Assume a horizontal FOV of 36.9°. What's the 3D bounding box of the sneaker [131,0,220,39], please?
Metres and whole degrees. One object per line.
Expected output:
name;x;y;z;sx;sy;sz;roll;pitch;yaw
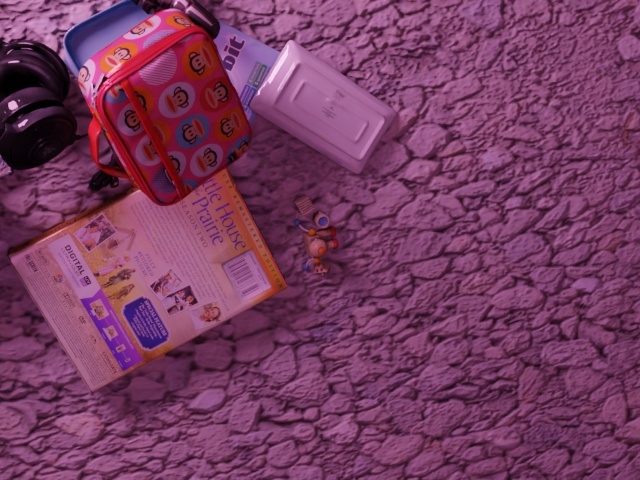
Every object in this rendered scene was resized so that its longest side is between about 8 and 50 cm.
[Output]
sneaker;-0.264;-0.467;1.601;0.281;0.106;0.162;32;73;-20

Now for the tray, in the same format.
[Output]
tray;0.014;-0.239;1.773;0.270;0.030;0.145;29;94;-30

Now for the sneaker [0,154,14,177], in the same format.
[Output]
sneaker;-0.553;-0.143;1.661;0.058;0.052;0.135;29;103;-31

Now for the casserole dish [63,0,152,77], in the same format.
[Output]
casserole dish;-0.354;-0.344;1.661;0.188;0.037;0.114;-30;110;-7

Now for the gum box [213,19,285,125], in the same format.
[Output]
gum box;-0.180;-0.304;1.717;0.184;0.041;0.157;23;98;-21

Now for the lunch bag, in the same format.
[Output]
lunch bag;-0.266;-0.206;1.581;0.258;0.120;0.293;-36;139;-13

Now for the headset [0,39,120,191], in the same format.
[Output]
headset;-0.487;-0.200;1.580;0.394;0.243;0.185;19;125;-37

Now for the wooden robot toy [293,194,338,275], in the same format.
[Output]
wooden robot toy;0.000;0.000;1.832;0.076;0.079;0.173;-15;109;-11

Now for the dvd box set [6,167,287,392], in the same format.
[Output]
dvd box set;-0.311;0.052;1.771;0.420;0.062;0.307;-29;110;-6
